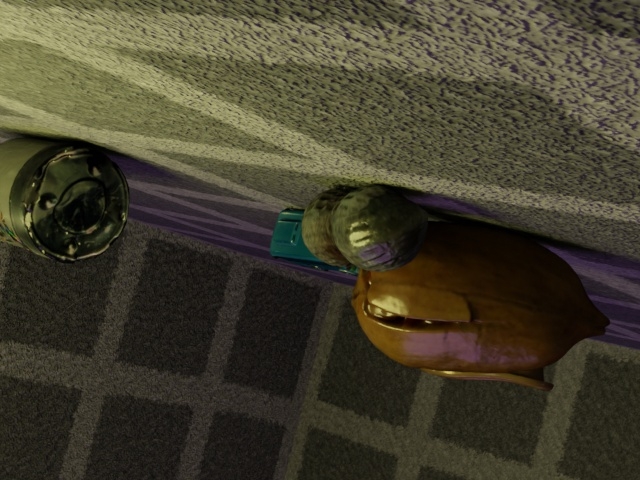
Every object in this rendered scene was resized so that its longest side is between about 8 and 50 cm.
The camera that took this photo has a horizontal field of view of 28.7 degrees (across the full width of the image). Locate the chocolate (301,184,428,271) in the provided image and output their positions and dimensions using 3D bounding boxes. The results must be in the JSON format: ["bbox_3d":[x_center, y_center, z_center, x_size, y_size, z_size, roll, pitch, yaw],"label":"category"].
[{"bbox_3d":[0.048,-0.015,1.546,0.110,0.110,0.248,16,173,-20],"label":"chocolate"}]

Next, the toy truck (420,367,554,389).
[{"bbox_3d":[0.281,0.145,2.204,0.288,0.212,0.204,10,174,12],"label":"toy truck"}]

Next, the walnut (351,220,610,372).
[{"bbox_3d":[0.208,0.079,1.634,0.336,0.209,0.209,10,175,9],"label":"walnut"}]

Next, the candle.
[{"bbox_3d":[-0.450,-0.071,1.980,0.187,0.187,0.330,18,177,-40],"label":"candle"}]

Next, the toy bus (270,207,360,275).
[{"bbox_3d":[0.000,0.000,2.046,0.106,0.090,0.184,18,173,-34],"label":"toy bus"}]
